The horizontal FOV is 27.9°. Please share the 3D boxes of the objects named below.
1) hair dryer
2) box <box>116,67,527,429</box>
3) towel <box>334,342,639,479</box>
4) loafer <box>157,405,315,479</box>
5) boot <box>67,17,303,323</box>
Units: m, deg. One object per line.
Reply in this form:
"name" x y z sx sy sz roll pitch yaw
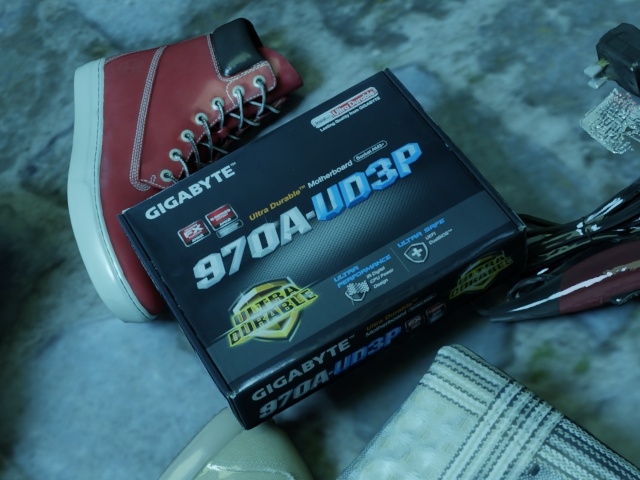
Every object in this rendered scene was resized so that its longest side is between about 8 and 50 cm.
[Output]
"hair dryer" 0.242 0.010 0.829 0.293 0.080 0.223 39 98 38
"box" 0.000 0.000 0.862 0.220 0.051 0.175 -29 55 -9
"towel" 0.091 0.260 0.713 0.312 0.056 0.324 37 82 19
"loafer" -0.097 0.224 0.809 0.092 0.102 0.268 30 74 27
"boot" -0.094 -0.062 0.974 0.176 0.088 0.244 -15 56 11
